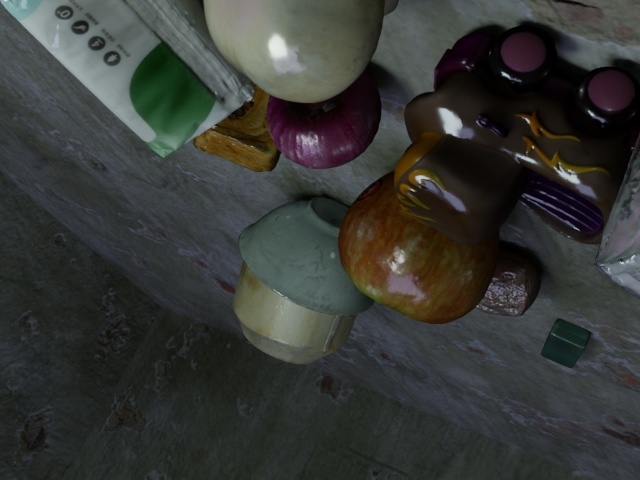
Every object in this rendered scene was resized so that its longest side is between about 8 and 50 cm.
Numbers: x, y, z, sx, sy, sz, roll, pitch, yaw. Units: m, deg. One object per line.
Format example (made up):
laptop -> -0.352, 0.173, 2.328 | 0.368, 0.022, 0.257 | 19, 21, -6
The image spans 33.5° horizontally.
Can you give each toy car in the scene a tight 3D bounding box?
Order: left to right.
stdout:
toy car -> 0.260, -0.097, 1.358 | 0.341, 0.240, 0.271 | 27, 166, 14

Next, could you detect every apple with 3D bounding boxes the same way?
apple -> 0.177, -0.003, 1.823 | 0.278, 0.250, 0.309 | 20, -169, -28

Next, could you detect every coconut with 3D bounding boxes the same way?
coconut -> -0.043, 0.111, 2.430 | 0.323, 0.323, 0.323 | 25, 164, 8

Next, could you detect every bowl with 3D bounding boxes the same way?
bowl -> 0.000, 0.000, 2.177 | 0.313, 0.146, 0.313 | 20, -152, -11

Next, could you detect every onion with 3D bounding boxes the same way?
onion -> 0.004, -0.192, 1.587 | 0.177, 0.177, 0.153 | 19, -172, 27

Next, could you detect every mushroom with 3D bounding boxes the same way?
mushroom -> -0.010, -0.293, 1.277 | 0.234, 0.260, 0.254 | -6, 176, -37

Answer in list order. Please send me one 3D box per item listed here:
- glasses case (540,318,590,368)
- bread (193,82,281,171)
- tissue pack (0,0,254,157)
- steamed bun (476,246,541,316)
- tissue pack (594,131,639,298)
glasses case -> 0.521, 0.222, 2.267 | 0.078, 0.039, 0.184 | 24, 163, 13
bread -> -0.121, -0.207, 1.808 | 0.158, 0.149, 0.143 | 29, 167, -4
tissue pack -> -0.263, -0.324, 1.437 | 0.356, 0.194, 0.266 | 46, -161, -47
steamed bun -> 0.340, 0.080, 2.008 | 0.145, 0.106, 0.175 | 21, 160, 22
tissue pack -> 0.515, 0.002, 1.168 | 0.394, 0.288, 0.124 | 32, 154, -15
